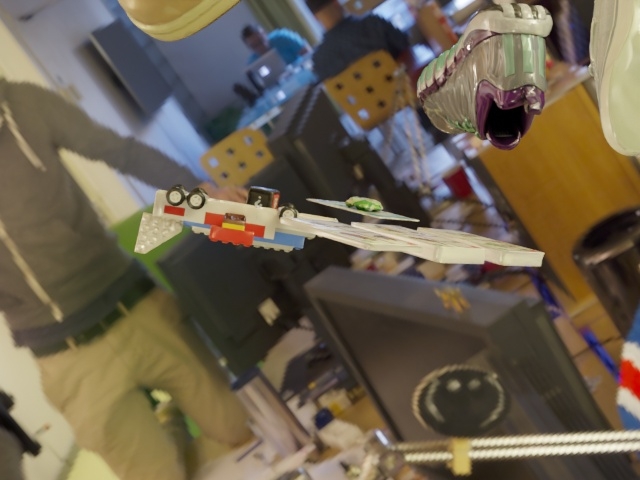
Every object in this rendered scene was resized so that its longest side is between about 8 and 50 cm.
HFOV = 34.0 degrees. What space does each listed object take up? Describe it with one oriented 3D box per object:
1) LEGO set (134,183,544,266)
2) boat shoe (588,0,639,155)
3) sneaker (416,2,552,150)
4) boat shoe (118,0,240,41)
[{"bbox_3d":[0.000,0.000,0.717,0.244,0.060,0.182,17,9,43],"label":"LEGO set"},{"bbox_3d":[0.297,-0.185,0.998,0.081,0.079,0.227,149,131,-74],"label":"boat shoe"},{"bbox_3d":[0.132,-0.111,0.882,0.083,0.098,0.223,0,-14,-6],"label":"sneaker"},{"bbox_3d":[-0.032,-0.229,0.502,0.285,0.089,0.104,-55,52,18],"label":"boat shoe"}]
